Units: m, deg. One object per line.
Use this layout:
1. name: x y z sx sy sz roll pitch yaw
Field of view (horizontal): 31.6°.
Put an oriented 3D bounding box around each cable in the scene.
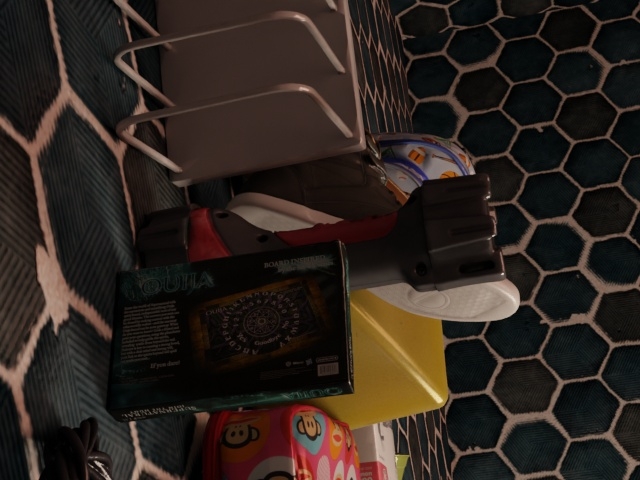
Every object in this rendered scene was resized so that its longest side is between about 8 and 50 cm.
1. cable: -0.148 0.204 0.726 0.150 0.047 0.184 65 19 -56

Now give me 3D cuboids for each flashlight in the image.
1. flashlight: 0.000 0.000 0.979 0.103 0.304 0.103 -77 155 -66

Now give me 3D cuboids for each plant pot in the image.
1. plant pot: 0.000 0.070 1.233 0.187 0.212 0.212 51 29 -44
2. plant pot: 0.099 0.378 1.805 0.083 0.083 0.079 33 61 -76

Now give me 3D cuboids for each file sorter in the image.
1. file sorter: -0.086 -0.219 1.031 0.173 0.192 0.278 38 44 -70

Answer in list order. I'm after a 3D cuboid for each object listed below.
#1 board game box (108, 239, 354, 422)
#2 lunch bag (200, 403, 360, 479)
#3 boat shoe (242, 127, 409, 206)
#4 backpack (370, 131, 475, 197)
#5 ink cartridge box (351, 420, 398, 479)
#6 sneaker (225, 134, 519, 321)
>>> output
1. board game box: -0.069 0.069 0.876 0.026 0.186 0.126 69 17 -55
2. lunch bag: -0.024 0.299 1.093 0.293 0.120 0.258 52 31 -69
3. boat shoe: 0.027 -0.076 1.333 0.307 0.104 0.111 26 41 -38
4. backpack: 0.096 -0.036 1.599 0.213 0.263 0.277 -75 155 -74
5. ink cartridge box: 0.047 0.263 1.567 0.158 0.092 0.218 57 24 -65
6. sneaker: 0.066 -0.027 1.111 0.104 0.295 0.147 109 2 -54
